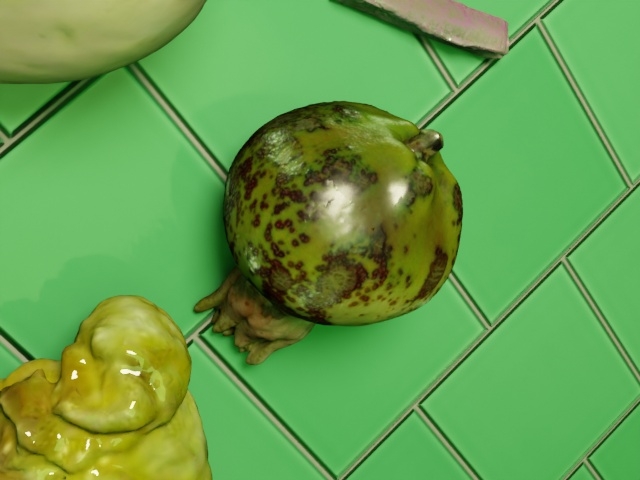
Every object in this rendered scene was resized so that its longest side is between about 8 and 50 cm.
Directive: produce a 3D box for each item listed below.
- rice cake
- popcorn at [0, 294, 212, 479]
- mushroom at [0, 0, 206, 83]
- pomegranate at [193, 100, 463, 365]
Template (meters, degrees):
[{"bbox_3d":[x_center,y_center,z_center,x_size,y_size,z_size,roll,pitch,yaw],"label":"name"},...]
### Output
[{"bbox_3d":[0.104,-0.229,0.803,0.207,0.036,0.047,15,91,-24],"label":"rice cake"},{"bbox_3d":[-0.205,0.204,0.688,0.225,0.174,0.286,-17,113,-22],"label":"popcorn"},{"bbox_3d":[-0.210,-0.268,0.499,0.353,0.325,0.353,-3,101,-15],"label":"mushroom"},{"bbox_3d":[0.007,0.011,0.724,0.222,0.204,0.276,19,97,-41],"label":"pomegranate"}]
